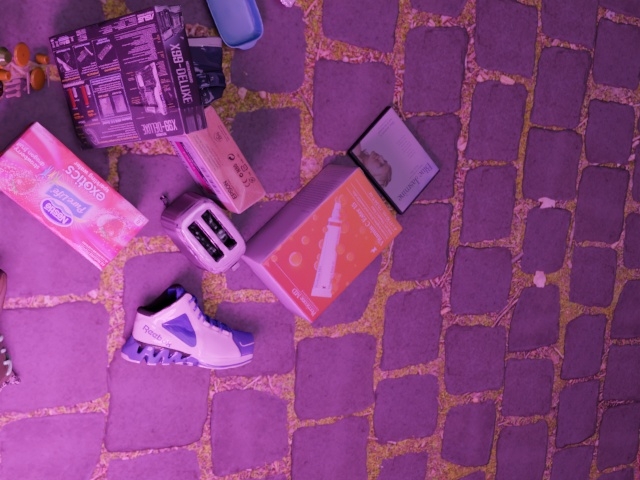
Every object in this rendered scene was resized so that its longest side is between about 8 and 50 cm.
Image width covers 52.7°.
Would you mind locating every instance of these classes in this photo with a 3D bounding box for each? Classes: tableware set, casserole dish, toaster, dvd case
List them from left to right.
[{"bbox_3d":[-0.596,-0.347,1.297,0.024,0.154,0.104,11,114,9],"label":"tableware set"},{"bbox_3d":[-0.273,-0.022,1.506,0.129,0.146,0.227,-43,114,-16],"label":"toaster"},{"bbox_3d":[-0.208,-0.541,1.518,0.114,0.037,0.188,-28,111,-21],"label":"casserole dish"},{"bbox_3d":[0.207,-0.219,1.796,0.180,0.022,0.253,-49,116,-12],"label":"dvd case"}]

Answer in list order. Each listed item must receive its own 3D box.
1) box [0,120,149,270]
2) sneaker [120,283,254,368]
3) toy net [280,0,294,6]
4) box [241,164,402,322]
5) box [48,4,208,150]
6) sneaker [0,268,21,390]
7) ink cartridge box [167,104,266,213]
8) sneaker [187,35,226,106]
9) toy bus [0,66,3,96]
[{"bbox_3d":[-0.534,-0.093,1.360,0.154,0.142,0.300,-49,116,-11],"label":"box"},{"bbox_3d":[-0.301,0.200,1.539,0.316,0.127,0.182,6,97,-27],"label":"sneaker"},{"bbox_3d":[-0.064,-0.682,1.568,0.122,0.045,0.232,0,100,-29],"label":"toy net"},{"bbox_3d":[0.000,0.000,1.640,0.345,0.168,0.215,-45,115,-14],"label":"box"},{"bbox_3d":[-0.392,-0.321,1.311,0.076,0.308,0.242,-34,116,-55],"label":"box"},{"bbox_3d":[-0.716,0.257,1.356,0.182,0.158,0.410,20,86,-60],"label":"sneaker"},{"bbox_3d":[-0.246,-0.184,1.466,0.088,0.193,0.234,-39,113,-18],"label":"ink cartridge box"},{"bbox_3d":[-0.319,-0.372,1.459,0.226,0.086,0.163,-10,100,-27],"label":"sneaker"},{"bbox_3d":[-0.742,-0.288,1.234,0.212,0.149,0.220,22,85,-13],"label":"toy bus"}]
